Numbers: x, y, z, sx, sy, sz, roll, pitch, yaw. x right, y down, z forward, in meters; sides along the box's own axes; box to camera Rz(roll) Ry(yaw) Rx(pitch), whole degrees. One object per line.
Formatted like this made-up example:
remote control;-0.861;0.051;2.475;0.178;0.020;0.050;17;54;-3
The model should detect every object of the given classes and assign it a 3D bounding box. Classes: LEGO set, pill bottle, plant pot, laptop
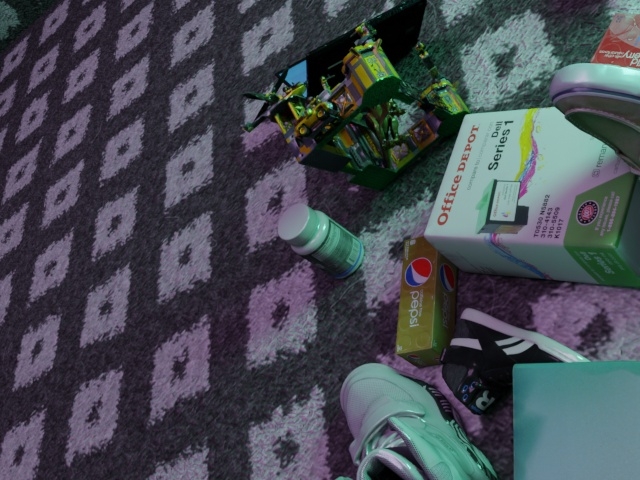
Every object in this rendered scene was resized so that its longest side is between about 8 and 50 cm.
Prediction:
LEGO set;0.056;-0.227;1.229;0.255;0.331;0.192;-44;62;33
pill bottle;0.000;0.000;1.266;0.078;0.137;0.078;-25;48;31
plant pot;0.331;0.215;0.780;0.234;0.165;0.166;-12;56;30
laptop;0.045;-0.360;1.404;0.234;0.264;0.137;-31;76;-9

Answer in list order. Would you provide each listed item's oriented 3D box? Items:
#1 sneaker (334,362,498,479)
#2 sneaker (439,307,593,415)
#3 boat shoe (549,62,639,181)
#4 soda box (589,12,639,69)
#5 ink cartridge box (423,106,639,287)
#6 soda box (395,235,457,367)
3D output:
sneaker;0.091;0.248;0.948;0.137;0.210;0.366;-49;40;7
sneaker;0.235;0.170;0.972;0.217;0.079;0.121;20;82;58
boat shoe;0.382;-0.100;0.852;0.109;0.302;0.094;156;133;-77
soda box;0.477;-0.219;0.987;0.263;0.083;0.092;23;81;49
ink cartridge box;0.296;-0.061;1.030;0.278;0.117;0.202;4;67;47
soda box;0.152;0.083;1.120;0.061;0.058;0.181;-17;53;37
